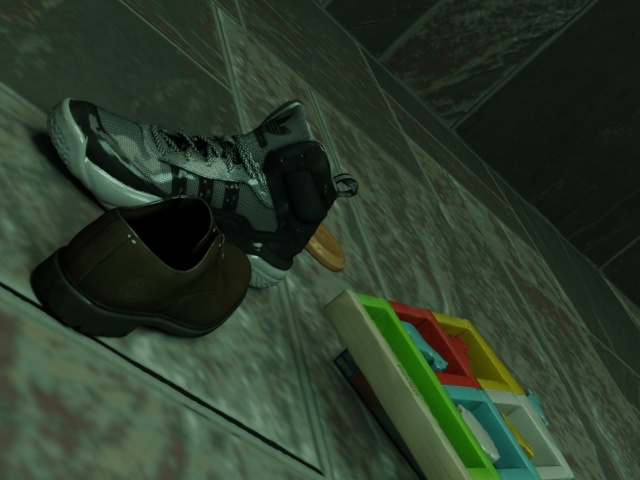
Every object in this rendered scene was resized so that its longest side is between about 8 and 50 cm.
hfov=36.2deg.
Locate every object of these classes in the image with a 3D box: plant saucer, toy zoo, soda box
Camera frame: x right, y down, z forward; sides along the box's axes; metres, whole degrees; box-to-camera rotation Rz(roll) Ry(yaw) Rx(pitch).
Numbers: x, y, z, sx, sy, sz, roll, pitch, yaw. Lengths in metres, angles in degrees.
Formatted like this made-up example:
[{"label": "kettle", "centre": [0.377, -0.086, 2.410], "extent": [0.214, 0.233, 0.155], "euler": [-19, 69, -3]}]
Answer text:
[{"label": "plant saucer", "centre": [0.000, 0.000, 1.119], "extent": [0.083, 0.013, 0.083], "euler": [43, 18, -18]}, {"label": "toy zoo", "centre": [0.134, 0.144, 0.895], "extent": [0.293, 0.030, 0.192], "euler": [18, 35, -56]}, {"label": "soda box", "centre": [0.095, 0.163, 0.916], "extent": [0.183, 0.058, 0.063], "euler": [52, 17, 14]}]

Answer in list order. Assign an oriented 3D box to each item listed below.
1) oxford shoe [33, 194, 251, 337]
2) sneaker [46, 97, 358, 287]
[{"label": "oxford shoe", "centre": [-0.096, 0.016, 0.709], "extent": [0.083, 0.096, 0.227], "euler": [50, 15, 13]}, {"label": "sneaker", "centre": [-0.086, -0.072, 0.824], "extent": [0.268, 0.153, 0.101], "euler": [34, 21, -38]}]
